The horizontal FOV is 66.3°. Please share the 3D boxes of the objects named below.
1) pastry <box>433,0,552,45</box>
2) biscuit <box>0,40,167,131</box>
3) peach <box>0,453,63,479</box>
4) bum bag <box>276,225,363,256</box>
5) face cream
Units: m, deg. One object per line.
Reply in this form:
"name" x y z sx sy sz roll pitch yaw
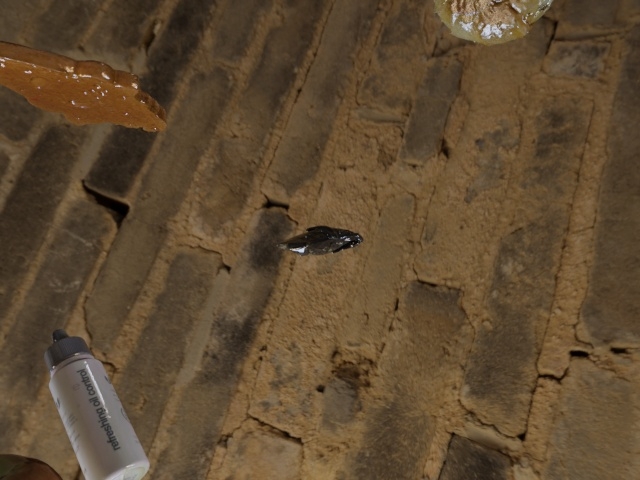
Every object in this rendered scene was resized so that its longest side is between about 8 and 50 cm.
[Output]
"pastry" 0.206 -0.310 0.581 0.153 0.081 0.154 9 -70 25
"biscuit" -0.331 -0.206 0.673 0.183 0.280 0.043 -10 -106 34
"peach" -0.354 0.307 0.424 0.252 0.252 0.253 -4 -110 11
"bum bag" -0.001 -0.001 1.118 0.102 0.248 0.069 22 -74 33
"face cream" -0.393 0.271 0.827 0.092 0.092 0.311 -40 -120 -4
